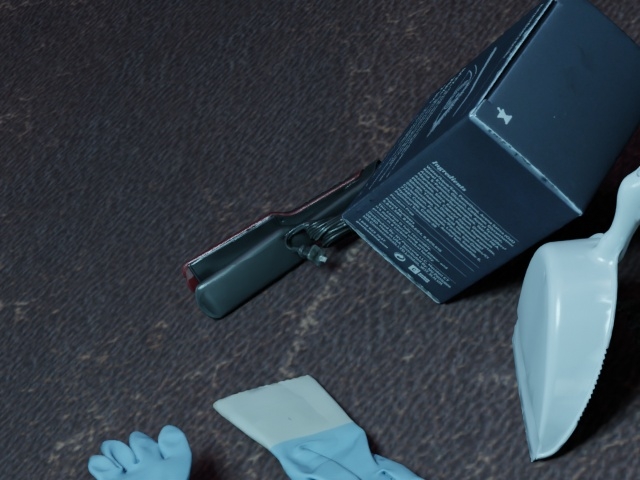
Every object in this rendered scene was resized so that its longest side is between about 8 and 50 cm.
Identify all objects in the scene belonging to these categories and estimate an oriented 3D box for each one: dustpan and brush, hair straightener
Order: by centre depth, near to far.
[{"bbox_3d":[0.179,0.028,1.281,0.060,0.211,0.147,3,36,-4],"label":"dustpan and brush"},{"bbox_3d":[0.000,0.000,1.567,0.230,0.047,0.089,-27,33,-3],"label":"hair straightener"}]

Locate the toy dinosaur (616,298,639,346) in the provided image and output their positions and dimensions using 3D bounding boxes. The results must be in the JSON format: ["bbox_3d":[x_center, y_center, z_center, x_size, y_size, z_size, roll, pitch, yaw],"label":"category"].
[{"bbox_3d":[0.272,0.049,1.276,0.118,0.064,0.268,-32,26,-3],"label":"toy dinosaur"}]

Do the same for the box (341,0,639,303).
[{"bbox_3d":[0.133,-0.067,1.407,0.153,0.108,0.207,-53,9,-31],"label":"box"}]

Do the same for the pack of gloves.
[{"bbox_3d":[-0.046,0.177,1.333,0.195,0.046,0.232,-13,23,-22],"label":"pack of gloves"}]
